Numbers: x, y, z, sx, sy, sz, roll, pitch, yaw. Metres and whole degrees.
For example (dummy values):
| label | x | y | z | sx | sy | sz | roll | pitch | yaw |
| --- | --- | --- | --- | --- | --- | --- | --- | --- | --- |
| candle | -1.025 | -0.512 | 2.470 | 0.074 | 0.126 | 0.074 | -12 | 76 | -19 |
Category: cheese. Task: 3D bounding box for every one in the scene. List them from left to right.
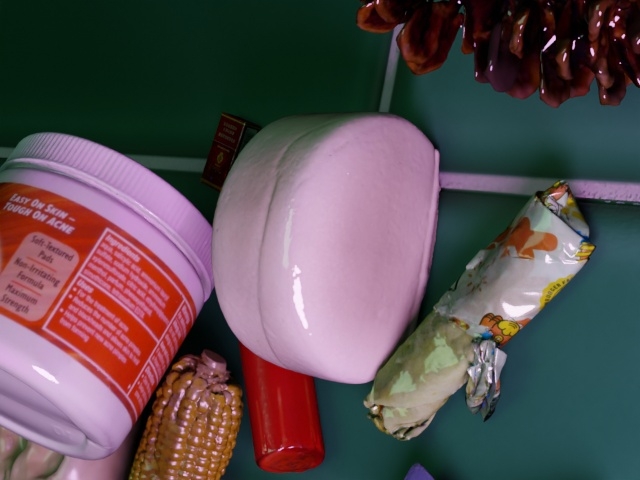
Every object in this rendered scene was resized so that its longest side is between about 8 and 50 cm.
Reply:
| label | x | y | z | sx | sy | sz | roll | pitch | yaw |
| --- | --- | --- | --- | --- | --- | --- | --- | --- | --- |
| cheese | -0.326 | 0.164 | 1.687 | 0.351 | 0.129 | 0.328 | -4 | 72 | 52 |

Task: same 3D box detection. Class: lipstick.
| label | x | y | z | sx | sy | sz | roll | pitch | yaw |
| --- | --- | --- | --- | --- | --- | --- | --- | --- | --- |
| lipstick | -0.047 | 0.088 | 1.390 | 0.073 | 0.073 | 0.280 | -37 | 52 | 41 |

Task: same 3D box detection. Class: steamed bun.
| label | x | y | z | sx | sy | sz | roll | pitch | yaw |
| --- | --- | --- | --- | --- | --- | --- | --- | --- | --- |
| steamed bun | 0.000 | 0.000 | 1.278 | 0.146 | 0.164 | 0.242 | 4 | 82 | 52 |

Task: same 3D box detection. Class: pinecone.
| label | x | y | z | sx | sy | sz | roll | pitch | yaw |
| --- | --- | --- | --- | --- | --- | --- | --- | --- | --- |
| pinecone | 0.159 | -0.213 | 1.082 | 0.292 | 0.246 | 0.246 | 37 | 110 | 35 |

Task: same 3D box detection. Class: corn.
| label | x | y | z | sx | sy | sz | roll | pitch | yaw |
| --- | --- | --- | --- | --- | --- | --- | --- | --- | --- |
| corn | -0.158 | 0.259 | 1.464 | 0.097 | 0.097 | 0.320 | 41 | 114 | 49 |

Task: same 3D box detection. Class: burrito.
| label | x | y | z | sx | sy | sz | roll | pitch | yaw |
| --- | --- | --- | --- | --- | --- | --- | --- | --- | --- |
| burrito | 0.133 | 0.078 | 1.178 | 0.288 | 0.054 | 0.104 | -50 | 47 | 29 |

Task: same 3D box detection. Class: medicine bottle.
| label | x | y | z | sx | sy | sz | roll | pitch | yaw |
| --- | --- | --- | --- | --- | --- | --- | --- | --- | --- |
| medicine bottle | -0.257 | 0.059 | 1.430 | 0.252 | 0.252 | 0.241 | -7 | 46 | 51 |

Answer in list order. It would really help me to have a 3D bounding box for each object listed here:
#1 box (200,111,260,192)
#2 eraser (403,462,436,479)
| label | x | y | z | sx | sy | sz | roll | pitch | yaw |
| --- | --- | --- | --- | --- | --- | --- | --- | --- | --- |
| box | -0.098 | -0.093 | 1.547 | 0.051 | 0.023 | 0.082 | 27 | 101 | 53 |
| eraser | 0.065 | 0.300 | 1.209 | 0.082 | 0.036 | 0.225 | 43 | 114 | 49 |
